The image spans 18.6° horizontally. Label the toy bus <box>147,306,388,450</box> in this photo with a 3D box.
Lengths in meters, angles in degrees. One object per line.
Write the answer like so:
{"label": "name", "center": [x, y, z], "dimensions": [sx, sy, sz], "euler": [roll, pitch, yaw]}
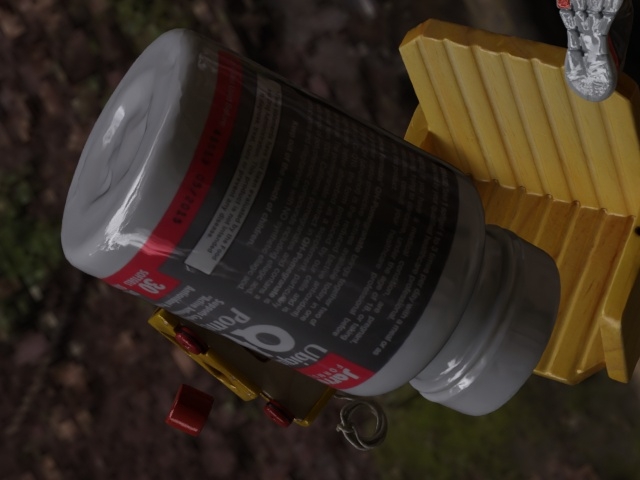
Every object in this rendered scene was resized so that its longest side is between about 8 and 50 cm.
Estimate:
{"label": "toy bus", "center": [-0.053, 0.091, 1.717], "dimensions": [0.104, 0.191, 0.202], "euler": [150, 115, -75]}

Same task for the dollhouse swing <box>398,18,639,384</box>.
{"label": "dollhouse swing", "center": [0.216, -0.041, 2.299], "dimensions": [0.347, 0.315, 0.305], "euler": [17, 169, 27]}

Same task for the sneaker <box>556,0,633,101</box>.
{"label": "sneaker", "center": [0.242, -0.200, 1.685], "dimensions": [0.061, 0.065, 0.158], "euler": [19, 128, 24]}

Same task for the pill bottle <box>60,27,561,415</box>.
{"label": "pill bottle", "center": [0.000, 0.000, 1.332], "dimensions": [0.318, 0.176, 0.176], "euler": [26, 177, -21]}
